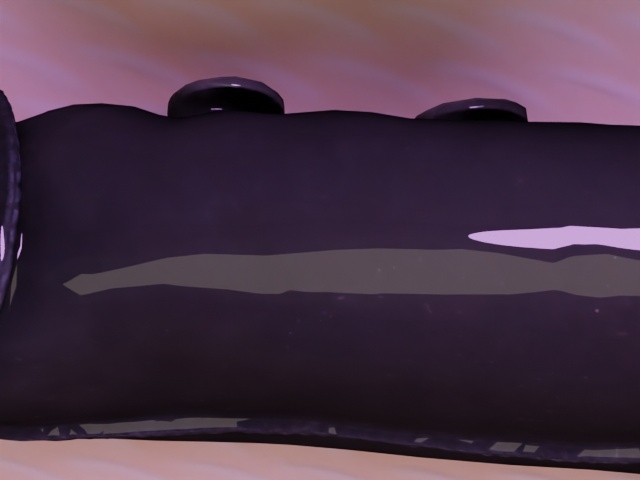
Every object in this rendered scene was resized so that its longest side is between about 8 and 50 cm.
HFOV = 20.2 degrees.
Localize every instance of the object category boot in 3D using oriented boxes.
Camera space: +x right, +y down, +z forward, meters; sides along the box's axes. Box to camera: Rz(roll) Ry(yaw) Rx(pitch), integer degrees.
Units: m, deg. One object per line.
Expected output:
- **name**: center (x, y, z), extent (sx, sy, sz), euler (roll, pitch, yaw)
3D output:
- **boot**: center (0.000, 0.000, 0.524), extent (0.445, 0.367, 0.146), euler (8, 81, -3)
